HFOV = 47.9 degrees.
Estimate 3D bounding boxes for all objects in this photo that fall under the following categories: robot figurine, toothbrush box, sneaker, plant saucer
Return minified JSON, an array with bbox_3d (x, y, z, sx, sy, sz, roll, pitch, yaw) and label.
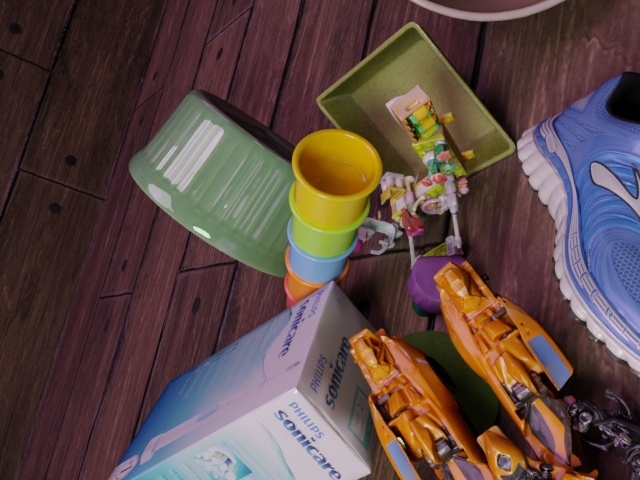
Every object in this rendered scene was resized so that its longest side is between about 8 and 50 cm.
[{"bbox_3d":[0.147,0.168,0.597,0.211,0.085,0.291,-40,53,12],"label":"robot figurine"},{"bbox_3d":[-0.077,0.207,0.832,0.295,0.126,0.216,-34,14,23],"label":"toothbrush box"},{"bbox_3d":[0.263,-0.021,0.563,0.147,0.130,0.330,-48,35,36],"label":"sneaker"},{"bbox_3d":[0.117,-0.152,0.873,0.188,0.188,0.045,-29,17,48],"label":"plant saucer"}]

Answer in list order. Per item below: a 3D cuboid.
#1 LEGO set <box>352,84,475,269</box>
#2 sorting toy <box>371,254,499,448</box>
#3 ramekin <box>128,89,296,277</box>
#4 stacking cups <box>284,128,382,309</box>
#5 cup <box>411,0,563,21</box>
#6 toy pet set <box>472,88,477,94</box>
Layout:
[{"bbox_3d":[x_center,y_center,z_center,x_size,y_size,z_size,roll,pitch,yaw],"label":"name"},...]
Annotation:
[{"bbox_3d":[0.115,-0.044,0.808,0.287,0.132,0.107,110,160,-62],"label":"LEGO set"},{"bbox_3d":[0.104,0.196,0.747,0.126,0.127,0.365,103,176,-62],"label":"sorting toy"},{"bbox_3d":[-0.115,-0.092,1.075,0.148,0.303,0.303,-55,31,10],"label":"ramekin"},{"bbox_3d":[0.000,0.000,0.866,0.316,0.096,0.096,103,171,-59],"label":"stacking cups"},{"bbox_3d":[0.177,-0.416,0.826,0.331,0.331,0.237,-62,5,12],"label":"cup"},{"bbox_3d":[0.126,-0.186,0.901,0.122,0.065,0.114,-3,87,42],"label":"toy pet set"}]
